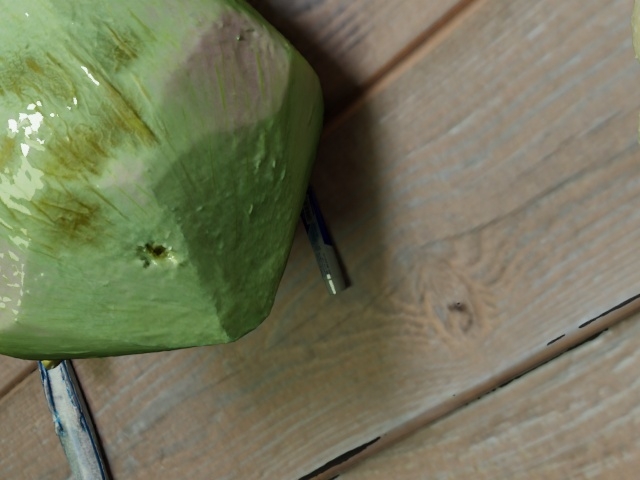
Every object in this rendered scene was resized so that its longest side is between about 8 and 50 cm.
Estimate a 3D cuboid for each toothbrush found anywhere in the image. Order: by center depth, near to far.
[{"bbox_3d":[-0.209,0.276,1.603,0.035,0.042,0.413,-13,103,12],"label":"toothbrush"}]

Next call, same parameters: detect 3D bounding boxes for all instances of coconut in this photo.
[{"bbox_3d":[-0.144,-0.057,1.162,0.328,0.281,0.328,-3,79,15],"label":"coconut"}]

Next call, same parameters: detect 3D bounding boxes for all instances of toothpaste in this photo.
[{"bbox_3d":[0.000,0.000,1.240,0.024,0.015,0.083,-21,90,52],"label":"toothpaste"}]

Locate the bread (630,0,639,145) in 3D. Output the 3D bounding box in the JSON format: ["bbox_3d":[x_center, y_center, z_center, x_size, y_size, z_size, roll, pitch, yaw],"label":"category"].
[{"bbox_3d":[0.250,-0.107,0.890,0.182,0.039,0.251,48,139,16],"label":"bread"}]

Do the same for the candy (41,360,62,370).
[{"bbox_3d":[-0.220,-0.035,1.408,0.187,0.081,0.297,53,127,11],"label":"candy"}]
